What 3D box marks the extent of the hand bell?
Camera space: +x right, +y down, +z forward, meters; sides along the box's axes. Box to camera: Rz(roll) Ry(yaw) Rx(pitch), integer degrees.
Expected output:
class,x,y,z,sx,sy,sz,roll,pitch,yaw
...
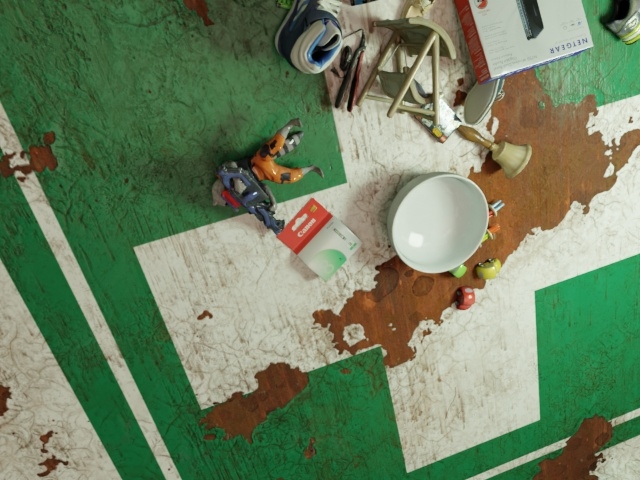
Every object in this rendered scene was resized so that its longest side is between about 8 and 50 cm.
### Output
class,x,y,z,sx,sy,sz,roll,pitch,yaw
hand bell,0.550,-0.315,1.632,0.242,0.126,0.126,27,102,-12

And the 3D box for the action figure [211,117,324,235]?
class,x,y,z,sx,sy,sz,roll,pitch,yaw
action figure,-0.164,-0.178,1.473,0.330,0.179,0.341,-24,143,2

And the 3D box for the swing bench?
class,x,y,z,sx,sy,sz,roll,pitch,yaw
swing bench,0.236,-0.473,1.382,0.165,0.253,0.255,5,110,-18

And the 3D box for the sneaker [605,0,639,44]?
class,x,y,z,sx,sy,sz,roll,pitch,yaw
sneaker,1.010,-0.782,1.563,0.121,0.111,0.300,17,104,-17

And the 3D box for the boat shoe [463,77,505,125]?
class,x,y,z,sx,sy,sz,roll,pitch,yaw
boat shoe,0.519,-0.475,1.550,0.079,0.095,0.255,10,97,-51

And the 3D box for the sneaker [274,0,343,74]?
class,x,y,z,sx,sy,sz,roll,pitch,yaw
sneaker,0.020,-0.581,1.273,0.130,0.236,0.323,18,110,-41

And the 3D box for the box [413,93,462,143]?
class,x,y,z,sx,sy,sz,roll,pitch,yaw
box,0.372,-0.385,1.580,0.137,0.027,0.094,37,99,-25

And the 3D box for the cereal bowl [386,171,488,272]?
class,x,y,z,sx,sy,sz,roll,pitch,yaw
cereal bowl,0.367,-0.071,1.642,0.338,0.141,0.339,-6,113,-14

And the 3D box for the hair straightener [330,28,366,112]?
class,x,y,z,sx,sy,sz,roll,pitch,yaw
hair straightener,0.077,-0.494,1.442,0.089,0.047,0.231,9,108,-19

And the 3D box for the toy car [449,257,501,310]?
class,x,y,z,sx,sy,sz,roll,pitch,yaw
toy car,0.532,0.132,1.818,0.225,0.053,0.239,33,99,-25

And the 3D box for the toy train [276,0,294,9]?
class,x,y,z,sx,sy,sz,roll,pitch,yaw
toy train,-0.080,-0.639,1.357,0.083,0.017,0.024,3,121,-17

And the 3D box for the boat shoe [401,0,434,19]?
class,x,y,z,sx,sy,sz,roll,pitch,yaw
boat shoe,0.291,-0.683,1.421,0.063,0.059,0.170,25,102,-23

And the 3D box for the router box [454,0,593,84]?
class,x,y,z,sx,sy,sz,roll,pitch,yaw
router box,0.583,-0.650,1.447,0.335,0.082,0.301,-19,94,-7

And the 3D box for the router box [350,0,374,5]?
class,x,y,z,sx,sy,sz,roll,pitch,yaw
router box,0.103,-0.719,1.312,0.046,0.133,0.179,-18,114,-9

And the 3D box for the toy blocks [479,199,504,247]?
class,x,y,z,sx,sy,sz,roll,pitch,yaw
toy blocks,0.592,-0.062,1.757,0.148,0.054,0.123,-35,115,-1

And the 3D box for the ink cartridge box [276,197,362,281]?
class,x,y,z,sx,sy,sz,roll,pitch,yaw
ink cartridge box,0.000,0.000,1.616,0.181,0.056,0.224,-47,117,5
